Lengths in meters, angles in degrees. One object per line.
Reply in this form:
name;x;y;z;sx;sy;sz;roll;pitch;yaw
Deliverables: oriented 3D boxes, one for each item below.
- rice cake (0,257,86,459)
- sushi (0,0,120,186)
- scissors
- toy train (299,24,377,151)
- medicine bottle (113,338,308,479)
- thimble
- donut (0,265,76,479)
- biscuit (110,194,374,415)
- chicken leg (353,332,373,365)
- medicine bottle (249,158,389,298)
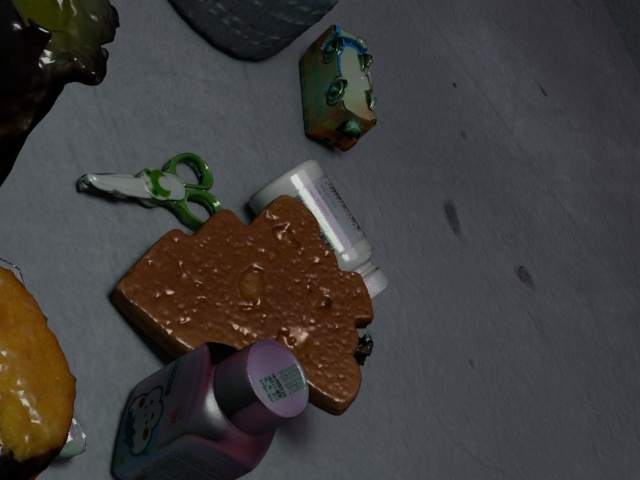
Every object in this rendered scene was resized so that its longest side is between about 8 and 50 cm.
rice cake;-0.270;0.108;1.112;0.033;0.033;0.208;-10;70;-44
sushi;-0.352;-0.182;1.004;0.299;0.294;0.281;22;42;-39
scissors;-0.192;-0.061;1.350;0.204;0.027;0.101;5;58;-52
toy train;0.024;-0.214;1.681;0.072;0.099;0.188;24;47;-35
medicine bottle;-0.103;0.166;1.134;0.094;0.188;0.119;37;39;-27
thimble;-0.089;-0.375;1.607;0.236;0.172;0.205;32;38;-30
donut;-0.323;0.115;0.967;0.253;0.118;0.253;35;39;-34
biscuit;-0.085;0.064;1.309;0.306;0.043;0.284;4;55;-26
chicken leg;-0.021;0.137;1.382;0.253;0.051;0.106;-22;83;-53
medicine bottle;0.000;0.000;1.474;0.187;0.103;0.103;57;34;0
